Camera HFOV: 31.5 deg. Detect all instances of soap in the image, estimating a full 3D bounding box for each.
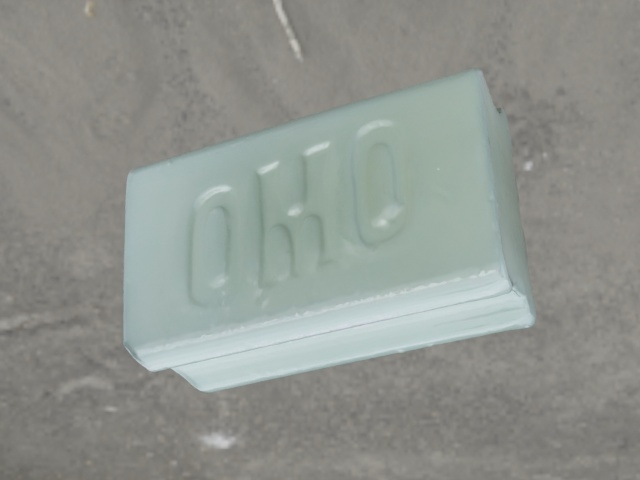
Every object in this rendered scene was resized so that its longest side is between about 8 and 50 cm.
[{"bbox_3d":[0.000,0.000,0.569,0.198,0.119,0.066,-14,151,21],"label":"soap"}]
